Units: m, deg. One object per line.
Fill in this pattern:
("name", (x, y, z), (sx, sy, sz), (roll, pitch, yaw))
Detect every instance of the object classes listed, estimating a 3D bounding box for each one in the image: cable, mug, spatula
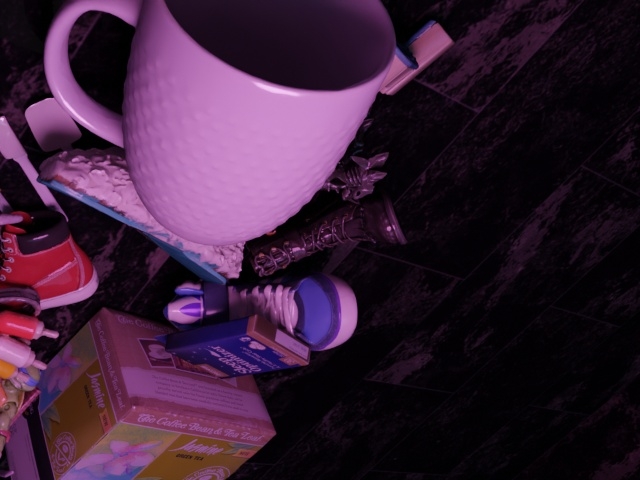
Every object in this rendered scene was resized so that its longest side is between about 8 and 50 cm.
("cable", (-0.501, 0.109, 1.263), (0.287, 0.072, 0.139), (21, 115, -35))
("mug", (-0.144, -0.173, 1.098), (0.374, 0.276, 0.328), (21, 137, -8))
("spatula", (-0.391, -0.087, 1.272), (0.168, 0.019, 0.242), (-25, 143, -5))

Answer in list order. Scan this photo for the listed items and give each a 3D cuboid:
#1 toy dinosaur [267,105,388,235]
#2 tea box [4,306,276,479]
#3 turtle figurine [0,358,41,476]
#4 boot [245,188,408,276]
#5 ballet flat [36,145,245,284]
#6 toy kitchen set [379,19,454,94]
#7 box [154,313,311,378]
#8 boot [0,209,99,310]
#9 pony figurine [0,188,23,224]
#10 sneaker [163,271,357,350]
("toy dinosaur", (-0.032, -0.146, 1.358), (0.219, 0.164, 0.322), (7, 151, -17))
("tea box", (-0.322, 0.324, 1.631), (0.323, 0.220, 0.329), (-45, 139, 21))
("turtle figurine", (-0.584, 0.277, 1.443), (0.266, 0.274, 0.198), (-36, 108, 17))
("boot", (0.000, 0.000, 1.454), (0.229, 0.263, 0.091), (-26, 105, -11))
("ballet flat", (-0.237, -0.060, 1.326), (0.147, 0.147, 0.409), (-36, 147, 10))
("toy kitchen set", (0.080, -0.304, 1.275), (0.122, 0.166, 0.207), (-38, 178, 15))
("box", (-0.145, 0.174, 1.462), (0.225, 0.036, 0.136), (-14, 145, 36))
("boot", (-0.463, 0.041, 1.324), (0.244, 0.088, 0.176), (-21, 139, -5))
("pony figurine", (-0.550, 0.026, 1.086), (0.351, 0.363, 0.302), (17, 134, -21))
("sneaker", (-0.119, 0.120, 1.483), (0.236, 0.130, 0.323), (-4, -178, -33))
